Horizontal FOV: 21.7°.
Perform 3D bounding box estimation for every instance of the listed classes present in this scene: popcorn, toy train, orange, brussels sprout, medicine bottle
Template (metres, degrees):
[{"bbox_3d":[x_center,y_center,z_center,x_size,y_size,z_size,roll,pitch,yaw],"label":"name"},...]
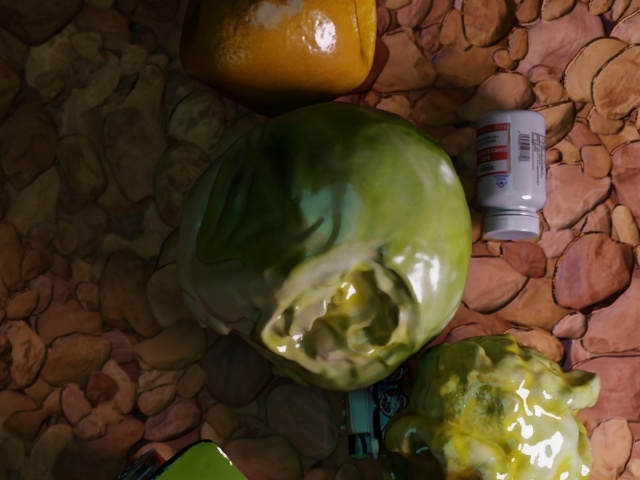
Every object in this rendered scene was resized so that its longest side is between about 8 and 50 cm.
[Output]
[{"bbox_3d":[0.187,0.216,1.785,0.255,0.195,0.256,-23,112,-14],"label":"popcorn"},{"bbox_3d":[0.060,0.188,1.888,0.087,0.050,0.138,-7,80,12],"label":"toy train"},{"bbox_3d":[-0.048,-0.231,1.886,0.249,0.249,0.183,-19,95,4],"label":"orange"},{"bbox_3d":[0.000,0.000,1.810,0.344,0.268,0.344,-11,64,24],"label":"brussels sprout"},{"bbox_3d":[0.217,-0.074,1.897,0.079,0.079,0.140,0,80,8],"label":"medicine bottle"}]

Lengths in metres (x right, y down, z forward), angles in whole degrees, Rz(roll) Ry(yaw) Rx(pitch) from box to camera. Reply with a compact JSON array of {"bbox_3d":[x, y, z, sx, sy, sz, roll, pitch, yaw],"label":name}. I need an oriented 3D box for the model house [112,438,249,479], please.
[{"bbox_3d":[-0.191,0.362,1.856,0.294,0.154,0.207,-42,110,-7],"label":"model house"}]
